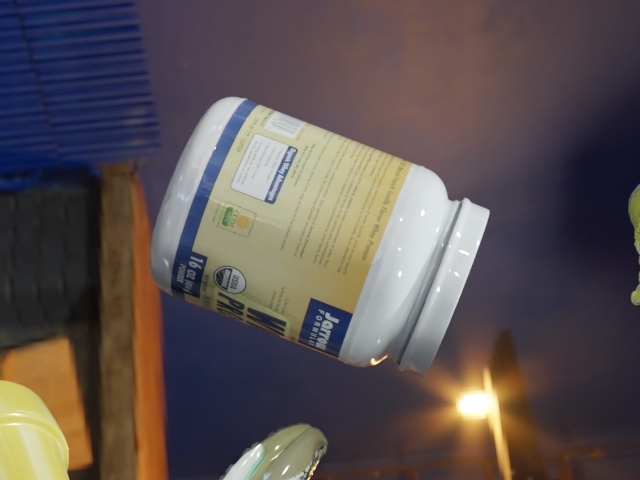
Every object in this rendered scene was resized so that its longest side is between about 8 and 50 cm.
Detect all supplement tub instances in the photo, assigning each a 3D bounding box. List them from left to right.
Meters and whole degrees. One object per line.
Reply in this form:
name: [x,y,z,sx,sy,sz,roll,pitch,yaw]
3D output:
supplement tub: [0.000,0.000,1.472,0.228,0.316,0.228,21,90,-86]

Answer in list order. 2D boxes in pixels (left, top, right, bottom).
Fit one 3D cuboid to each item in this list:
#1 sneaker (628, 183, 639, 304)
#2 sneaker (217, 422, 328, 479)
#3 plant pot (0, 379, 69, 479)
sneaker: [0.420,0.029,1.609,0.145,0.147,0.384,58,6,-21]
sneaker: [-0.046,0.344,1.153,0.158,0.182,0.410,102,10,-54]
plant pot: [-0.442,0.358,1.876,0.239,0.254,0.254,45,-31,42]
